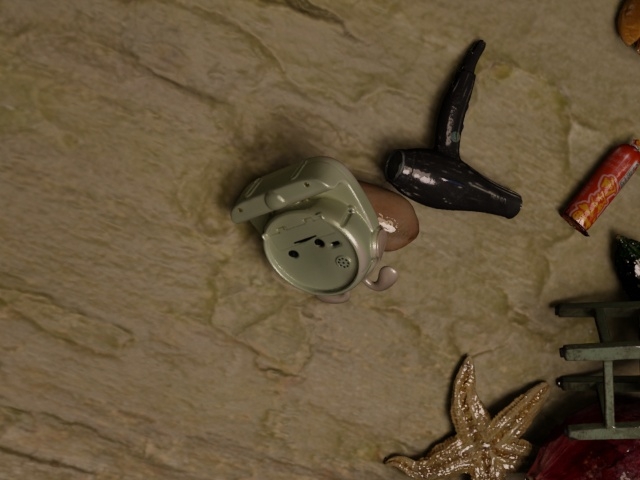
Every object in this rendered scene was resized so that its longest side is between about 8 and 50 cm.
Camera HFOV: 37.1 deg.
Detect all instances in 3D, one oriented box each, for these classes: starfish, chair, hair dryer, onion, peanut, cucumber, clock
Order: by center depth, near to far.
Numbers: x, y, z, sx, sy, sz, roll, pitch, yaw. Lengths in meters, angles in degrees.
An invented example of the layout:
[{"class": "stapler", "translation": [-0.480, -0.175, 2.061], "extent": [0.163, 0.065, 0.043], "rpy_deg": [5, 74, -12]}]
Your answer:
[{"class": "clock", "translation": [0.000, 0.000, 1.116], "extent": [0.152, 0.062, 0.191], "rpy_deg": [-19, 117, 35]}, {"class": "peanut", "translation": [0.052, -0.034, 1.159], "extent": [0.152, 0.076, 0.076], "rpy_deg": [18, 97, -16]}, {"class": "hair dryer", "translation": [0.187, -0.141, 1.188], "extent": [0.196, 0.075, 0.219], "rpy_deg": [14, 91, -28]}, {"class": "chair", "translation": [0.443, 0.162, 1.224], "extent": [0.271, 0.147, 0.136], "rpy_deg": [-3, 111, 11]}, {"class": "onion", "translation": [0.402, 0.315, 1.260], "extent": [0.284, 0.120, 0.227], "rpy_deg": [-5, 65, -22]}, {"class": "starfish", "translation": [0.224, 0.271, 1.296], "extent": [0.277, 0.062, 0.235], "rpy_deg": [2, 96, -12]}, {"class": "cucumber", "translation": [0.474, 0.116, 1.315], "extent": [0.072, 0.072, 0.300], "rpy_deg": [-30, 109, -8]}]

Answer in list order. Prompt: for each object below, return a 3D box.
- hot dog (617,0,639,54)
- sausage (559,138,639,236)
[{"class": "hot dog", "translation": [0.476, -0.344, 1.215], "extent": [0.100, 0.068, 0.249], "rpy_deg": [34, 92, -21]}, {"class": "sausage", "translation": [0.379, -0.075, 1.260], "extent": [0.050, 0.048, 0.145], "rpy_deg": [39, 88, 18]}]
